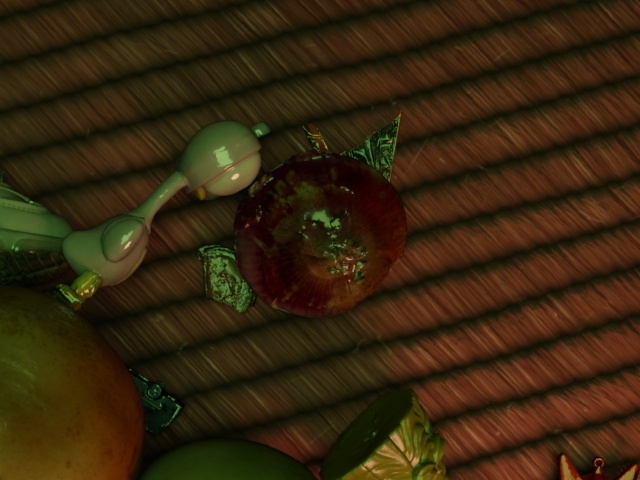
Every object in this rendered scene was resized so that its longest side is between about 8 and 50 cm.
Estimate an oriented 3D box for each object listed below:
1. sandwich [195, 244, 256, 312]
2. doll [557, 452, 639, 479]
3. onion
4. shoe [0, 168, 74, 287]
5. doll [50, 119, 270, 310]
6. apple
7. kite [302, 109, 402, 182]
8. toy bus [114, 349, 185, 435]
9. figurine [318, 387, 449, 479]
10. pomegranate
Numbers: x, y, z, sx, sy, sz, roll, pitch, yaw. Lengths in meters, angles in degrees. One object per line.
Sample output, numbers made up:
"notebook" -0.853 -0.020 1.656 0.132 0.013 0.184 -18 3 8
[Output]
"sandwich" -0.123 0.051 1.684 0.069 0.026 0.101 -15 87 -5
"doll" 0.359 0.370 1.670 0.109 0.057 0.169 8 85 0
"onion" 0.000 0.000 1.620 0.230 0.163 0.229 -1 109 -2
"shoe" -0.481 -0.058 1.605 0.351 0.172 0.198 9 70 -11
"doll" -0.201 -0.043 1.602 0.365 0.160 0.094 -39 93 -20
"apple" -0.112 0.379 1.552 0.258 0.233 0.295 -3 113 -13
"kite" 0.035 -0.082 1.710 0.232 0.009 0.189 -33 88 -4
"toy bus" -0.260 0.193 1.658 0.166 0.047 0.065 33 90 1
"figurine" 0.159 0.361 1.618 0.168 0.187 0.315 -43 97 -9
"pomegranate" -0.414 0.243 1.466 0.417 0.416 0.416 0 86 -3
